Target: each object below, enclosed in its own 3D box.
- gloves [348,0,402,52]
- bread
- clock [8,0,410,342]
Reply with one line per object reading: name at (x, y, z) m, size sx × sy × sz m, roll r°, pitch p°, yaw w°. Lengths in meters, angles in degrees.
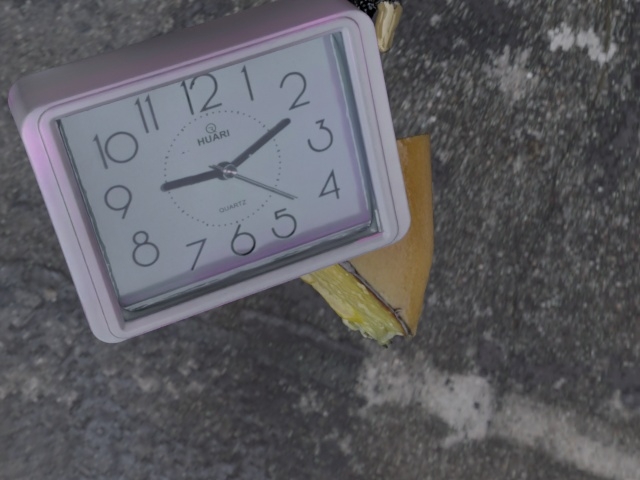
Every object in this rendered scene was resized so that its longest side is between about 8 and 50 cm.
gloves at (0.032, -0.262, 1.059) m, size 0.129 × 0.106 × 0.180 m, roll -31°, pitch 89°, yaw 55°
bread at (0.000, 0.000, 0.891) m, size 0.160 × 0.140 × 0.169 m, roll 3°, pitch 83°, yaw -20°
clock at (-0.057, -0.042, 0.632) m, size 0.197 × 0.063 × 0.150 m, roll -19°, pitch 118°, yaw -11°
